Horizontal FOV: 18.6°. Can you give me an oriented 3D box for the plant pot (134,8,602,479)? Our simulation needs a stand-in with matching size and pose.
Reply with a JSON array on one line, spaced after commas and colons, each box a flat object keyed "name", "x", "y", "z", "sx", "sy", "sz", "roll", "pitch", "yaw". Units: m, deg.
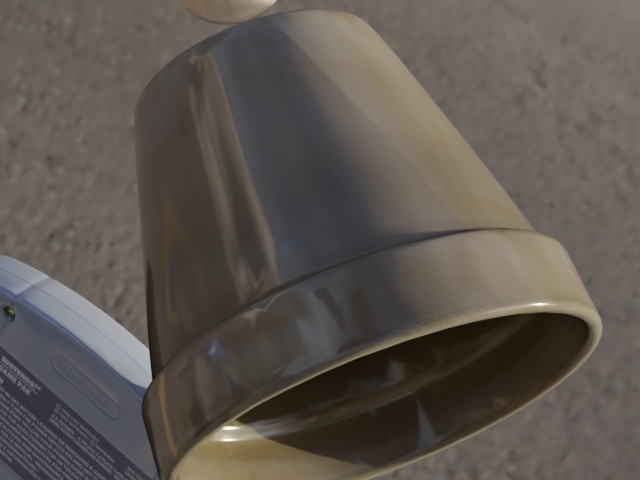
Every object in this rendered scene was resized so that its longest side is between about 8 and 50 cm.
[{"name": "plant pot", "x": 0.000, "y": 0.000, "z": 1.392, "sx": 0.323, "sy": 0.323, "sz": 0.280, "roll": 0, "pitch": 62, "yaw": -45}]

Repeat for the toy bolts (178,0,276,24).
[{"name": "toy bolts", "x": -0.106, "y": -0.192, "z": 0.912, "sx": 0.228, "sy": 0.158, "sz": 0.218, "roll": 9, "pitch": 7, "yaw": -26}]

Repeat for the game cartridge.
[{"name": "game cartridge", "x": -0.196, "y": 0.152, "z": 1.576, "sx": 0.294, "sy": 0.196, "sz": 0.060, "roll": 39, "pitch": 40, "yaw": 15}]
